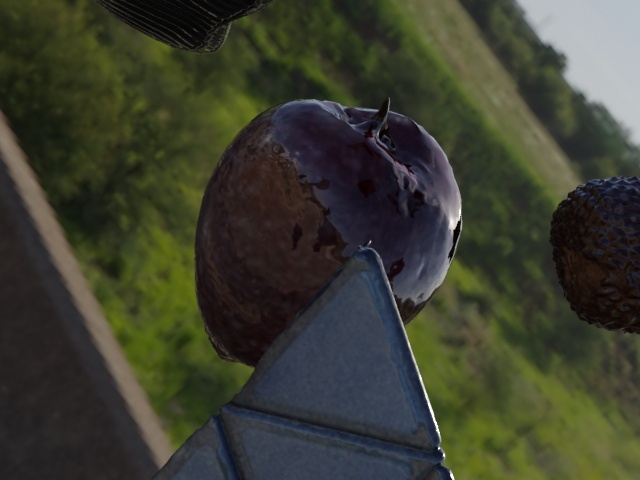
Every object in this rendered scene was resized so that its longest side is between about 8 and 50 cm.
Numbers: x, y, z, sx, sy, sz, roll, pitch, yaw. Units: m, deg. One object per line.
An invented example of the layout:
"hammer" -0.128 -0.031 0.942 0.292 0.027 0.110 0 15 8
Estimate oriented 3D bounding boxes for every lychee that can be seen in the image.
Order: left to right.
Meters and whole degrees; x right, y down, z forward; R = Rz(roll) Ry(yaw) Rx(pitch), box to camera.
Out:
"lychee" 0.356 0.015 1.694 0.188 0.188 0.188 50 10 -12

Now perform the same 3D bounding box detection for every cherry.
"cherry" 0.000 0.000 1.304 0.203 0.300 0.230 45 26 22

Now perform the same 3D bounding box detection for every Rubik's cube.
"Rubik's cube" -0.001 0.166 0.774 0.229 0.228 0.233 34 59 -31

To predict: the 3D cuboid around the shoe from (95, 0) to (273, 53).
"shoe" -0.067 -0.183 0.878 0.099 0.112 0.227 30 -13 -20
